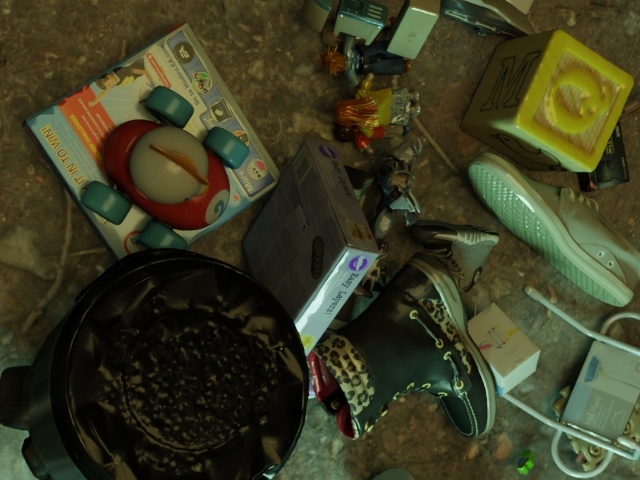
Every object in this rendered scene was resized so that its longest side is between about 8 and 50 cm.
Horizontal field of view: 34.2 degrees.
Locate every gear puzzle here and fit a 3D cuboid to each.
[{"bbox_3d":[0.607,0.307,2.066,0.339,0.044,0.175,-29,93,-20],"label":"gear puzzle"}]

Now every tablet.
[{"bbox_3d":[0.384,-0.472,1.953,0.054,0.006,0.083,30,83,-20],"label":"tablet"}]

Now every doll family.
[{"bbox_3d":[0.080,-0.280,1.790,0.163,0.118,0.263,-10,95,-22],"label":"doll family"}]

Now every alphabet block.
[{"bbox_3d":[0.404,-0.246,1.872,0.192,0.197,0.193,26,84,-20],"label":"alphabet block"}]

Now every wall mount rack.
[{"bbox_3d":[0.488,0.249,1.950,0.304,0.130,0.350,21,70,22],"label":"wall mount rack"}]

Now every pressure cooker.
[{"bbox_3d":[-0.250,0.231,1.543,0.370,0.420,0.375,46,64,-4],"label":"pressure cooker"}]

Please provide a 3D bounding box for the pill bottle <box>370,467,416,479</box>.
[{"bbox_3d":[0.193,0.564,1.852,0.176,0.176,0.318,-41,106,-14],"label":"pill bottle"}]

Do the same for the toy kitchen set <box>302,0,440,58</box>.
[{"bbox_3d":[0.089,-0.428,1.737,0.207,0.122,0.166,15,60,-10],"label":"toy kitchen set"}]

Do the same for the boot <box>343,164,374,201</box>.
[{"bbox_3d":[0.022,-0.014,1.765,0.076,0.189,0.208,17,109,10],"label":"boot"}]

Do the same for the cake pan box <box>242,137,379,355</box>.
[{"bbox_3d":[-0.026,0.007,1.651,0.070,0.267,0.246,13,127,-31],"label":"cake pan box"}]

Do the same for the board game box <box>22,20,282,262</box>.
[{"bbox_3d":[-0.266,-0.142,1.687,0.302,0.086,0.308,-35,104,-15],"label":"board game box"}]

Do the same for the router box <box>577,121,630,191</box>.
[{"bbox_3d":[0.542,-0.162,2.013,0.092,0.038,0.122,-15,98,-20],"label":"router box"}]

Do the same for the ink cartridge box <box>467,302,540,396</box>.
[{"bbox_3d":[0.315,0.192,1.890,0.090,0.092,0.143,-35,62,-14],"label":"ink cartridge box"}]

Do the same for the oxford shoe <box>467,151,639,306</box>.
[{"bbox_3d":[0.441,-0.040,1.918,0.449,0.169,0.130,36,84,-26],"label":"oxford shoe"}]

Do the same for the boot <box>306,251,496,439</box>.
[{"bbox_3d":[0.144,0.243,1.794,0.284,0.138,0.377,-34,122,-25],"label":"boot"}]

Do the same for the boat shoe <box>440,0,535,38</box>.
[{"bbox_3d":[0.302,-0.412,1.909,0.206,0.075,0.065,21,129,-26],"label":"boat shoe"}]

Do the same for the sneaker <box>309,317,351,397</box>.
[{"bbox_3d":[-0.064,0.186,1.777,0.282,0.102,0.161,20,89,-20],"label":"sneaker"}]

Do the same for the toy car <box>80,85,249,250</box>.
[{"bbox_3d":[-0.210,-0.097,1.537,0.210,0.238,0.219,36,81,-19],"label":"toy car"}]

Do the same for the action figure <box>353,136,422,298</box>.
[{"bbox_3d":[0.116,-0.046,1.799,0.099,0.185,0.285,21,102,1],"label":"action figure"}]

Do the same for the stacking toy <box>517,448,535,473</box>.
[{"bbox_3d":[0.370,0.528,1.983,0.221,0.052,0.167,-45,115,-21],"label":"stacking toy"}]

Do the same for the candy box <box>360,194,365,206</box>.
[{"bbox_3d":[0.000,0.000,1.826,0.105,0.027,0.206,20,86,-18],"label":"candy box"}]

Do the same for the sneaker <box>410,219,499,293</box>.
[{"bbox_3d":[0.233,0.038,1.859,0.228,0.086,0.132,5,103,-46],"label":"sneaker"}]
